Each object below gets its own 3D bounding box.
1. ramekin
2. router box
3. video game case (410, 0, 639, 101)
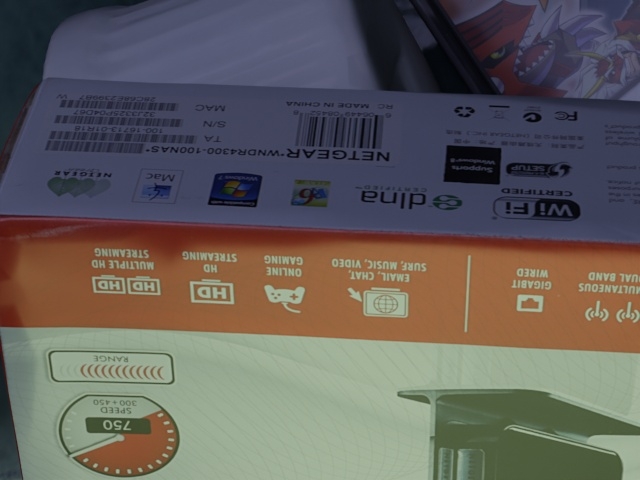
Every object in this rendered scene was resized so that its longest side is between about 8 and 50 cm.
[{"bbox_3d":[0.000,0.000,0.827,0.135,0.277,0.277,-23,79,12],"label":"ramekin"},{"bbox_3d":[0.069,0.093,0.653,0.336,0.082,0.301,2,128,5],"label":"router box"},{"bbox_3d":[0.151,-0.182,0.897,0.248,0.035,0.275,-36,75,16],"label":"video game case"}]
